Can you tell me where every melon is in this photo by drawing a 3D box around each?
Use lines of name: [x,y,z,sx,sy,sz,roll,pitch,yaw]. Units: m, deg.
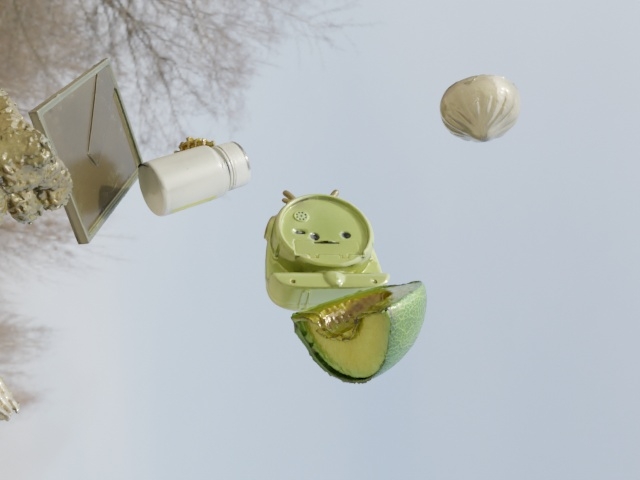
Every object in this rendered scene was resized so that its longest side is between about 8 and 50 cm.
melon: [0.095,0.150,1.218,0.265,0.169,0.129,-14,-84,54]

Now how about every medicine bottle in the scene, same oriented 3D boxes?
medicine bottle: [-0.314,-0.162,1.817,0.143,0.258,0.143,33,-45,41]

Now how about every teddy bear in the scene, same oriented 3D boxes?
teddy bear: [-0.587,-0.109,1.274,0.256,0.267,0.156,-43,-150,-20]

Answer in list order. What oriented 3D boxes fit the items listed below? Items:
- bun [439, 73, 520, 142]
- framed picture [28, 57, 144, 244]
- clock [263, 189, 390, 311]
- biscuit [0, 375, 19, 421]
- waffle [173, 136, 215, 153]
bun: [0.271,-0.206,1.216,0.138,0.138,0.094,-36,-133,50]
framed picture: [-0.552,-0.234,1.767,0.446,0.028,0.325,-80,160,-62]
clock: [0.000,0.000,1.450,0.096,0.235,0.308,103,-18,-47]
biscuit: [-0.532,0.170,1.025,0.108,0.062,0.238,-29,-84,30]
waffle: [-0.351,-0.198,2.002,0.191,0.038,0.191,-5,-101,28]
